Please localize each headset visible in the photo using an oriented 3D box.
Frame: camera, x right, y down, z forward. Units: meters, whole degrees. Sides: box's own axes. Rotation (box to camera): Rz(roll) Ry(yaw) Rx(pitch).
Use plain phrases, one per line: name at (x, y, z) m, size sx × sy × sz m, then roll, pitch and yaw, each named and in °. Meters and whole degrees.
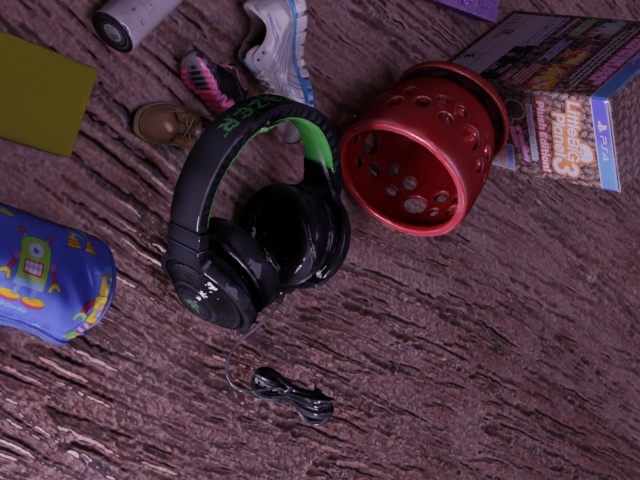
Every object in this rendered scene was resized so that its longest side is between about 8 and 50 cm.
headset at (-0.052, 0.029, 1.508) m, size 0.243 × 0.185 × 0.394 m, roll -29°, pitch 133°, yaw -41°

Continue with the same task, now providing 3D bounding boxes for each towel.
towel at (-0.324, -0.155, 1.268) m, size 0.237 × 0.021 × 0.102 m, roll 17°, pitch 94°, yaw -51°

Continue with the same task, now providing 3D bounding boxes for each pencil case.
pencil case at (-0.335, 0.019, 1.222) m, size 0.306 × 0.119 × 0.133 m, roll 22°, pitch 60°, yaw -50°

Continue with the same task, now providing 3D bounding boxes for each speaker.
speaker at (-0.178, -0.262, 1.376) m, size 0.136 × 0.055 × 0.055 m, roll -51°, pitch 134°, yaw -27°

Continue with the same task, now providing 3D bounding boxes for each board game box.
board game box at (0.343, -0.205, 1.823) m, size 0.232 × 0.291 × 0.141 m, roll -39°, pitch 128°, yaw -35°

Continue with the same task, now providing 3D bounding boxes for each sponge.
sponge at (0.188, -0.380, 1.792) m, size 0.210 × 0.031 × 0.117 m, roll 6°, pitch 96°, yaw -50°

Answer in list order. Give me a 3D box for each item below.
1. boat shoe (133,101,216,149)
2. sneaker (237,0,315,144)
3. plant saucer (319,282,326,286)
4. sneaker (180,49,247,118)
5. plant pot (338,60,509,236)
boat shoe at (-0.150, -0.128, 1.456) m, size 0.135 × 0.045 × 0.050 m, roll 0°, pitch 101°, yaw -50°
sneaker at (-0.060, -0.204, 1.536) m, size 0.083 × 0.071 × 0.190 m, roll -19°, pitch 111°, yaw -33°
plant saucer at (0.000, 0.000, 1.670) m, size 0.119 × 0.021 × 0.119 m, roll 11°, pitch 90°, yaw -70°
sneaker at (-0.118, -0.187, 1.483) m, size 0.057 × 0.047 × 0.119 m, roll -66°, pitch 147°, yaw -22°
plant pot at (0.139, -0.129, 1.694) m, size 0.174 × 0.191 × 0.191 m, roll -55°, pitch 137°, yaw -36°
